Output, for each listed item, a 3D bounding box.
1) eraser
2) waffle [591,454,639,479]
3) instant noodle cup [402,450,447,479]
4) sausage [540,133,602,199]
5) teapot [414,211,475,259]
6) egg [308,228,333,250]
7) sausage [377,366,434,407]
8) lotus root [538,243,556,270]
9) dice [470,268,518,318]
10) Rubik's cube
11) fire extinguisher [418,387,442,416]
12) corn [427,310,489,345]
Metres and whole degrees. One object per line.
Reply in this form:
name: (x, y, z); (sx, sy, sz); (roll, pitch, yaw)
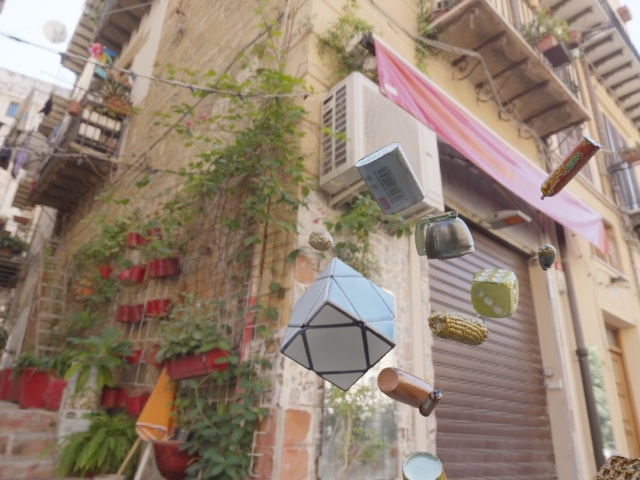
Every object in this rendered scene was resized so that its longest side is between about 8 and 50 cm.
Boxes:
eraser: (0.253, -0.215, 1.634); (0.174, 0.081, 0.227); (-25, -64, 18)
waffle: (0.940, 0.821, 1.445); (0.308, 0.091, 0.213); (-34, -8, -21)
instant noodle cup: (0.368, 0.848, 1.613); (0.182, 0.182, 0.144); (-6, -67, 21)
sausage: (0.889, -0.251, 1.656); (0.083, 0.083, 0.264); (15, -57, -26)
teapot: (0.635, -0.027, 2.349); (0.239, 0.239, 0.321); (-9, -2, -4)
egg: (0.000, 0.000, 2.352); (0.140, 0.118, 0.116); (25, 25, 32)
sausage: (0.356, 0.599, 1.843); (0.121, 0.121, 0.304); (-19, -40, 42)
lotus root: (1.104, 0.087, 2.237); (0.088, 0.088, 0.165); (-4, -51, 16)
dice: (0.756, 0.227, 1.986); (0.166, 0.169, 0.169); (0, 17, 34)
Rubik's cube: (0.048, 0.207, 1.149); (0.205, 0.205, 0.207); (33, -62, -10)
fire extinguisher: (0.415, 0.603, 1.712); (0.050, 0.062, 0.177); (34, -40, 20)
corn: (0.448, 0.280, 1.470); (0.106, 0.106, 0.293); (-17, -25, 40)
